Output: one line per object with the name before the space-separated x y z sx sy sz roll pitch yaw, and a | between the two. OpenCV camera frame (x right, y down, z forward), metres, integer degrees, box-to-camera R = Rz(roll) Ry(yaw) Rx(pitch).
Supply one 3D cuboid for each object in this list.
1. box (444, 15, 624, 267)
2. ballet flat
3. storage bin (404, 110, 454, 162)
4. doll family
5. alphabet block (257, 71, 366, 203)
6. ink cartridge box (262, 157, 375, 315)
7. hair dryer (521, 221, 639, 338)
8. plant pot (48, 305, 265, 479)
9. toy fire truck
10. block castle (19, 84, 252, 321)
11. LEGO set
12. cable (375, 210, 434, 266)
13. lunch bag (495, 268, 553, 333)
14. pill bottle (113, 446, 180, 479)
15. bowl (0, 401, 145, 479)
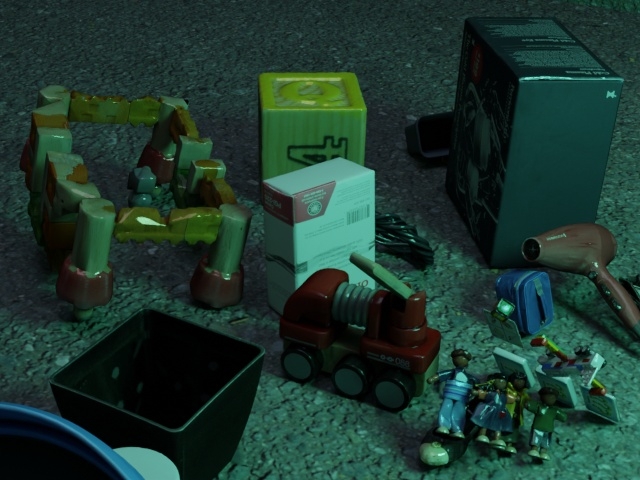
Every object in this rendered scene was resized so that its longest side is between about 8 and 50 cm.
box | 0.353 -0.177 1.840 0.178 0.343 0.312 -2 29 -10
ballet flat | 0.180 0.239 1.390 0.057 0.049 0.173 21 35 29
storage bin | 0.240 -0.207 2.159 0.135 0.098 0.091 -11 4 -20
doll family | 0.225 0.206 1.356 0.193 0.111 0.076 21 -15 -30
alphabet block | -0.020 -0.192 1.996 0.193 0.197 0.192 -2 29 -6
ink cartridge box | 0.000 0.000 1.634 0.158 0.218 0.092 -19 30 -32
hair dryer | 0.439 0.052 1.613 0.293 0.080 0.224 23 27 -7
plant pot | -0.191 0.216 1.294 0.188 0.167 0.187 16 33 25
toy fire truck | 0.049 0.093 1.441 0.217 0.246 0.158 15 31 22
block castle | -0.318 -0.061 1.748 0.303 0.213 0.453 1 34 -26
LEGO set | 0.287 0.166 1.378 0.182 0.244 0.060 22 67 32
cable | 0.118 -0.014 1.744 0.184 0.047 0.150 31 -14 -15
lunch bag | 0.313 0.095 1.608 0.067 0.098 0.065 -25 20 -35
pill bottle | -0.185 0.323 1.038 0.131 0.229 0.131 1 29 -1
bowl | -0.287 0.333 0.907 0.391 0.391 0.077 7 -5 9
